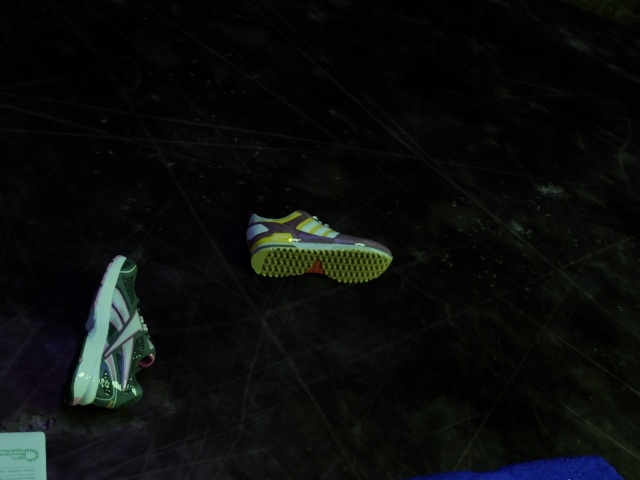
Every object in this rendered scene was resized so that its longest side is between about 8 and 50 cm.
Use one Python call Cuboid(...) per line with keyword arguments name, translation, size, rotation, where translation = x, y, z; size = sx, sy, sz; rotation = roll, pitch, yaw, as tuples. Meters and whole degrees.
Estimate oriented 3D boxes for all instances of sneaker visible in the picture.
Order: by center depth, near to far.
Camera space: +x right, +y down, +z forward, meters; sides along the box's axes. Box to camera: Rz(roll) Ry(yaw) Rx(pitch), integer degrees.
Cuboid(name="sneaker", translation=(-0.203, 0.099, 0.847), size=(0.077, 0.072, 0.178), rotation=(23, 45, -20))
Cuboid(name="sneaker", translation=(0.000, 0.000, 1.044), size=(0.186, 0.069, 0.083), rotation=(6, 47, -21))

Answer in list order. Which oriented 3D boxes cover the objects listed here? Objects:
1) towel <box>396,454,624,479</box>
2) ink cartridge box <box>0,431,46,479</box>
Cuboid(name="towel", translation=(0.221, 0.298, 0.765), size=(0.308, 0.076, 0.227), rotation=(5, 42, -36))
Cuboid(name="ink cartridge box", translation=(-0.316, 0.241, 0.617), size=(0.223, 0.045, 0.224), rotation=(5, 35, -22))
